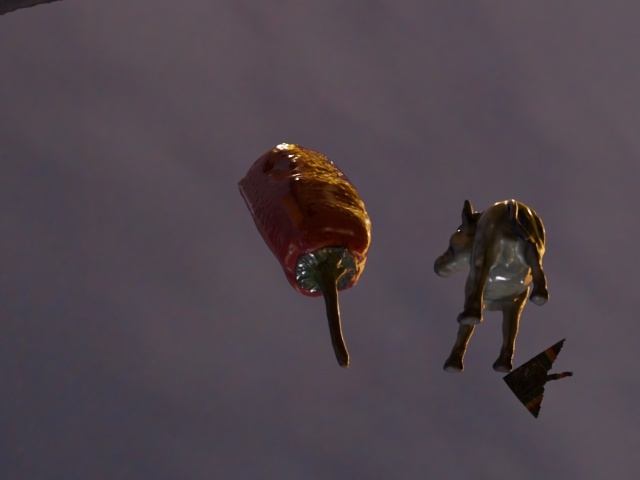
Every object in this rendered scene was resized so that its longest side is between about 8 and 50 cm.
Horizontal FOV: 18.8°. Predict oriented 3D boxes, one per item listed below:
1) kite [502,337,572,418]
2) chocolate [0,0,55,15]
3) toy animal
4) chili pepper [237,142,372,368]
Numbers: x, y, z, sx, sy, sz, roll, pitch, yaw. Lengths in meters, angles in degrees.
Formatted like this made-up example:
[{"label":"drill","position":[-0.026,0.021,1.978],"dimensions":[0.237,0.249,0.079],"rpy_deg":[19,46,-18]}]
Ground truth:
[{"label":"kite","position":[0.254,0.163,2.276],"dimensions":[0.004,0.090,0.122],"rpy_deg":[59,-143,-37]},{"label":"chocolate","position":[-0.373,-0.235,1.603],"dimensions":[0.321,0.112,0.112],"rpy_deg":[-14,-126,-8]},{"label":"toy animal","position":[0.148,0.017,1.639],"dimensions":[0.074,0.217,0.176],"rpy_deg":[9,-117,-5]},{"label":"chili pepper","position":[-0.001,-0.004,2.385],"dimensions":[0.134,0.131,0.338],"rpy_deg":[41,-167,-30]}]
